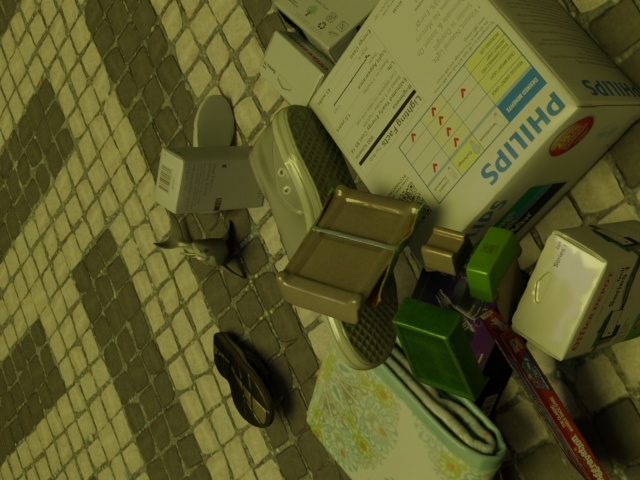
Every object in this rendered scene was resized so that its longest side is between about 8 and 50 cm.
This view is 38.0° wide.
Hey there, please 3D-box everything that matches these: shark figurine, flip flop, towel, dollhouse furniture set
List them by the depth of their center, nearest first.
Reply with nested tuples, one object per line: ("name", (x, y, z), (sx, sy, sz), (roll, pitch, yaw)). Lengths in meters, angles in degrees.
("dollhouse furniture set", (0.115, 0.064, 1.311), (0.301, 0.197, 0.151), (16, 150, 35))
("towel", (0.128, 0.322, 1.574), (0.374, 0.090, 0.321), (46, 141, 31))
("flip flop", (-0.156, 0.289, 1.995), (0.277, 0.080, 0.112), (46, 132, 51))
("shark figurine", (-0.246, 0.000, 2.055), (0.278, 0.166, 0.116), (15, 80, 62))

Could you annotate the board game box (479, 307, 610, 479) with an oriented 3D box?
("board game box", (0.330, 0.234, 1.369), (0.027, 0.145, 0.281), (-33, 96, 2))

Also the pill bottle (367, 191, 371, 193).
("pill bottle", (0.093, -0.031, 1.611), (0.108, 0.180, 0.108), (7, 99, 45))

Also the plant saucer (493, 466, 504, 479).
("plant saucer", (0.210, 0.425, 1.642), (0.310, 0.050, 0.311), (8, 101, 46))

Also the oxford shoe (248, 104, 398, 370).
("oxford shoe", (0.000, 0.000, 1.464), (0.130, 0.169, 0.449), (-35, 65, 35))

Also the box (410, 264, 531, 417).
("box", (0.237, 0.147, 1.544), (0.184, 0.103, 0.261), (40, 122, 39))

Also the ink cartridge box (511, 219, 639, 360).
("ink cartridge box", (0.385, 0.065, 1.290), (0.092, 0.219, 0.160), (36, 120, 37))

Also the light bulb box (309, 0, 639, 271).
("light bulb box", (0.227, -0.206, 1.418), (0.361, 0.225, 0.358), (57, 130, 23))

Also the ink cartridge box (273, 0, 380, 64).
("ink cartridge box", (0.095, -0.458, 1.570), (0.332, 0.065, 0.165), (-43, 58, 0))

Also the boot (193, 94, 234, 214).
("boot", (-0.256, -0.183, 2.025), (0.123, 0.095, 0.258), (0, 85, 58))

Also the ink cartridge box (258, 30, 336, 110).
("ink cartridge box", (0.020, -0.291, 1.636), (0.153, 0.208, 0.087), (47, 126, 32))

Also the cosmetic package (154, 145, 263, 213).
("cosmetic package", (-0.217, -0.126, 1.887), (0.085, 0.231, 0.117), (31, 117, 40))
